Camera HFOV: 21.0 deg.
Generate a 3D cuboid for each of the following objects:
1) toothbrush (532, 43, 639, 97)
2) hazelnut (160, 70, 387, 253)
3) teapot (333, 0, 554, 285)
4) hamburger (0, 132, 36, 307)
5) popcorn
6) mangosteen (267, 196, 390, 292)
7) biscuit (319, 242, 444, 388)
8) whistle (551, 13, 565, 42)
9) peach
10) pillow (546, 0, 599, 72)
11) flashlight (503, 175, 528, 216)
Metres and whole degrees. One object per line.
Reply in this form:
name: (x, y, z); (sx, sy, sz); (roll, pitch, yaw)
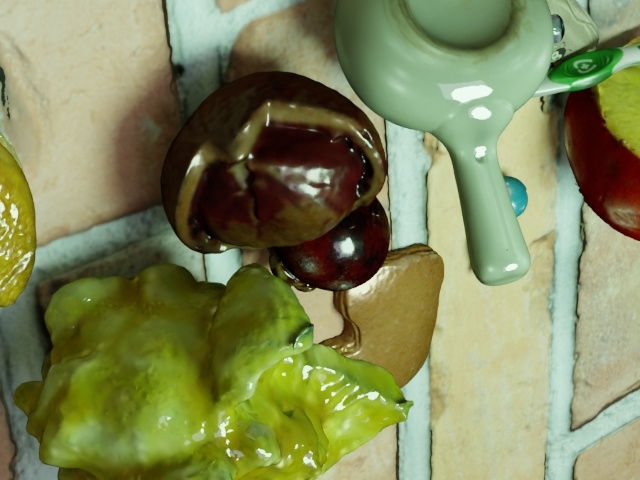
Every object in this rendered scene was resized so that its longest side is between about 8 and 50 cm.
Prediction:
toothbrush: (0.283, -0.176, 1.789); (0.417, 0.042, 0.040); (-11, 135, -18)
hazelnut: (-0.048, -0.063, 1.572); (0.201, 0.160, 0.170); (-41, 124, -2)
teapot: (0.108, -0.134, 1.578); (0.219, 0.318, 0.149); (12, 155, -9)
hamburger: (-0.333, -0.047, 1.375); (0.283, 0.144, 0.157); (10, 107, -48)
popcorn: (-0.108, 0.135, 1.590); (0.321, 0.290, 0.326); (-36, 162, -36)
mangosteen: (0.000, 0.000, 1.701); (0.140, 0.140, 0.140); (-21, 132, -26)
biscuit: (0.048, 0.102, 1.872); (0.186, 0.036, 0.192); (-12, 126, -31)
whistle: (0.154, -0.194, 1.705); (0.176, 0.033, 0.033); (-12, 130, -6)
peach: (0.358, -0.072, 1.828); (0.158, 0.267, 0.154); (-23, 147, -22)
pillow: (0.201, -0.225, 1.748); (0.130, 0.038, 0.233); (-38, 139, 4)
flashlight: (0.196, -0.012, 1.897); (0.051, 0.051, 0.129); (-17, 133, -29)
